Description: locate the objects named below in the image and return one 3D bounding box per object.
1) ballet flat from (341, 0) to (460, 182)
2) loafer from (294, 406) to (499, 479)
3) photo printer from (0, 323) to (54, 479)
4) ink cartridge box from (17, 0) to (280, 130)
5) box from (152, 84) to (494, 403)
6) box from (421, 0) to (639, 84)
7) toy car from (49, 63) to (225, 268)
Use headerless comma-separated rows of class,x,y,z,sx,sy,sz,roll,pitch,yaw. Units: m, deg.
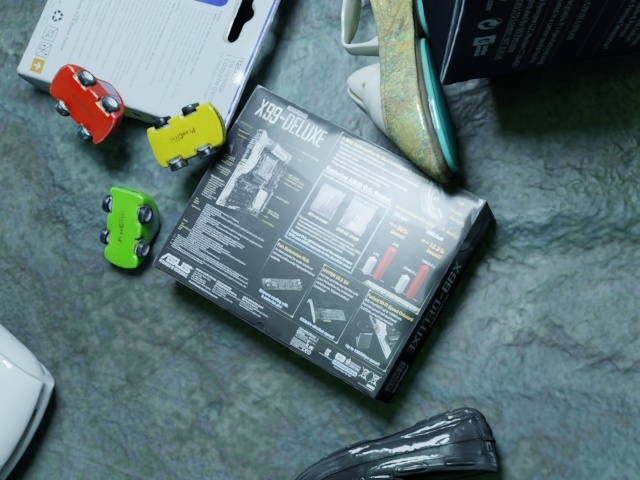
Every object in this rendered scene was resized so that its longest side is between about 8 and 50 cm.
ballet flat,0.080,-0.207,1.191,0.123,0.123,0.349,-11,63,14
loafer,0.076,0.243,1.119,0.223,0.076,0.078,-21,65,7
photo printer,-0.479,0.182,1.280,0.307,0.107,0.256,36,89,20
ink cartridge box,-0.185,-0.296,1.329,0.307,0.072,0.304,19,82,18
box,0.000,0.000,1.198,0.307,0.076,0.242,28,86,20
box,0.308,-0.455,1.043,0.471,0.297,0.480,-10,74,-1
toy car,-0.216,-0.079,1.263,0.239,0.053,0.225,17,111,22
